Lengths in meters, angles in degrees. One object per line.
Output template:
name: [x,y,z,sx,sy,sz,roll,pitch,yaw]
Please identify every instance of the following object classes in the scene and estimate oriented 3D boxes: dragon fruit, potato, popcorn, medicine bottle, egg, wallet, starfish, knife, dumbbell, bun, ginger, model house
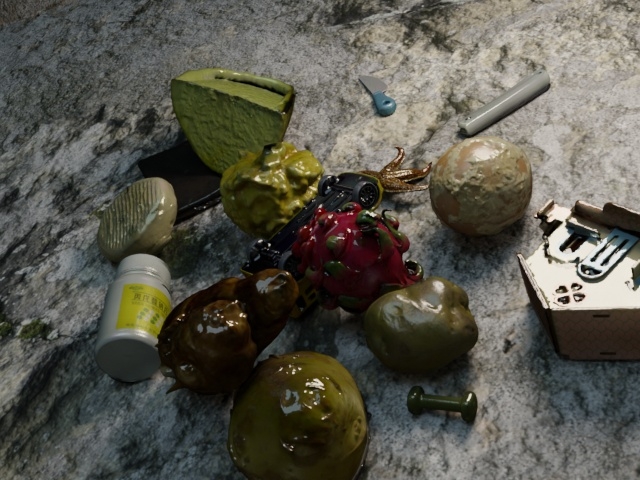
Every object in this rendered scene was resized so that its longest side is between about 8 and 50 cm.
dragon fruit: [0.081,0.050,1.620,0.198,0.272,0.218,5,50,52]
potato: [-0.206,-0.313,2.216,0.330,0.212,0.280,19,26,14]
popcorn: [-0.110,-0.121,1.906,0.249,0.225,0.249,-18,36,14]
medicine bottle: [-0.388,0.157,1.782,0.143,0.143,0.258,-15,39,9]
egg: [0.325,-0.113,1.706,0.203,0.203,0.245,14,30,36]
wallet: [-0.361,-0.162,2.213,0.170,0.044,0.321,-27,38,-10]
potato: [0.179,0.155,1.513,0.200,0.137,0.154,-18,47,-3]
starfish: [0.147,-0.133,1.928,0.238,0.057,0.213,-32,33,-13]
knife: [0.439,-0.331,2.030,0.266,0.040,0.073,-34,29,-13]
potato: [-0.050,0.282,1.442,0.247,0.196,0.299,-25,37,-5]
dumbbell: [0.207,0.277,1.438,0.118,0.046,0.052,2,40,28]
bun: [-0.431,-0.036,2.042,0.237,0.116,0.210,-42,44,13]
knife: [0.154,-0.398,2.255,0.058,0.032,0.244,-23,35,3]
ginger: [-0.204,0.189,1.504,0.254,0.176,0.418,-43,5,-33]
model house: [0.459,0.071,1.459,0.244,0.169,0.326,-42,44,-19]

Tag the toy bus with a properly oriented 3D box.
toy bus: [0.000,0.000,1.769,0.331,0.151,0.145,-44,33,-22]
